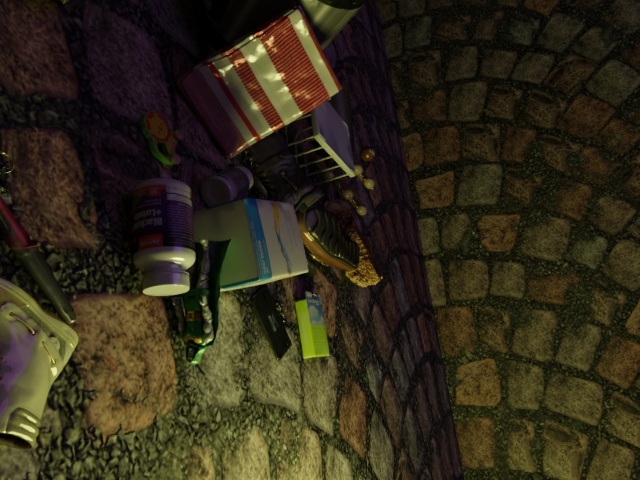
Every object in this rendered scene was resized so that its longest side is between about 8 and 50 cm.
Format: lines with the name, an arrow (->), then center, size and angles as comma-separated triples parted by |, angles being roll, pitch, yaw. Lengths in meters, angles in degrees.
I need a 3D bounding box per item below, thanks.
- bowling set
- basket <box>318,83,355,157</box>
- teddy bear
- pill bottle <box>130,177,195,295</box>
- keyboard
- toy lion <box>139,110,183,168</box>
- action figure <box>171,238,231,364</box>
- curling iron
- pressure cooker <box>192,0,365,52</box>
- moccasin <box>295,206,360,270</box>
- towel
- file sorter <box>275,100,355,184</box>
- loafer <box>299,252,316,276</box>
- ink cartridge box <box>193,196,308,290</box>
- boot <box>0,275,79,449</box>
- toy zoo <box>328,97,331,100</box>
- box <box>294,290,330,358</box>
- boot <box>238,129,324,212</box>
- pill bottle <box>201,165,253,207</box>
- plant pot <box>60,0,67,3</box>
bowling set -> 0.121, -0.238, 1.905 | 0.287, 0.200, 0.154 | 33, 19, -48
basket -> 0.047, -0.427, 1.981 | 0.204, 0.154, 0.226 | 38, 43, -81
teddy bear -> 0.098, 0.008, 1.910 | 0.338, 0.113, 0.245 | 61, 18, -13
pill bottle -> -0.279, -0.004, 0.970 | 0.108, 0.108, 0.193 | 27, 51, -62
keyboard -> -0.119, 0.198, 1.345 | 0.108, 0.023, 0.180 | -46, 120, -58
toy lion -> -0.325, -0.209, 1.102 | 0.096, 0.034, 0.100 | 35, 45, -48
action figure -> -0.232, 0.114, 1.019 | 0.063, 0.137, 0.232 | 13, 73, -60
curling iron -> -0.407, -0.004, 0.758 | 0.274, 0.035, 0.068 | 68, 23, -16
pressure cooker -> -0.117, -0.616, 1.388 | 0.375, 0.420, 0.370 | 49, 47, -6
moccasin -> 0.000, -0.003, 1.631 | 0.380, 0.147, 0.139 | 31, 63, -65
towel -> -0.137, -0.359, 1.268 | 0.237, 0.329, 0.037 | 56, 7, -39
file sorter -> -0.031, -0.314, 1.682 | 0.278, 0.173, 0.192 | 36, 43, -58
loafer -> -0.061, 0.045, 1.534 | 0.170, 0.062, 0.061 | 53, 26, -46
ink cartridge box -> -0.160, 0.013, 1.163 | 0.233, 0.171, 0.168 | -3, 79, -67
boot -> -0.395, 0.141, 0.643 | 0.213, 0.077, 0.165 | 56, 30, -45
toy zoo -> -0.074, -0.554, 1.760 | 0.192, 0.030, 0.293 | 43, 10, -30
box -> -0.023, 0.236, 1.521 | 0.109, 0.042, 0.178 | 23, 55, -64
boot -> -0.137, -0.147, 1.410 | 0.263, 0.091, 0.229 | -39, 90, -29
pill bottle -> -0.211, -0.126, 1.255 | 0.078, 0.078, 0.137 | 69, 23, -14
plant pot -> -0.431, -0.558, 0.851 | 0.254, 0.237, 0.237 | 43, 36, -29
